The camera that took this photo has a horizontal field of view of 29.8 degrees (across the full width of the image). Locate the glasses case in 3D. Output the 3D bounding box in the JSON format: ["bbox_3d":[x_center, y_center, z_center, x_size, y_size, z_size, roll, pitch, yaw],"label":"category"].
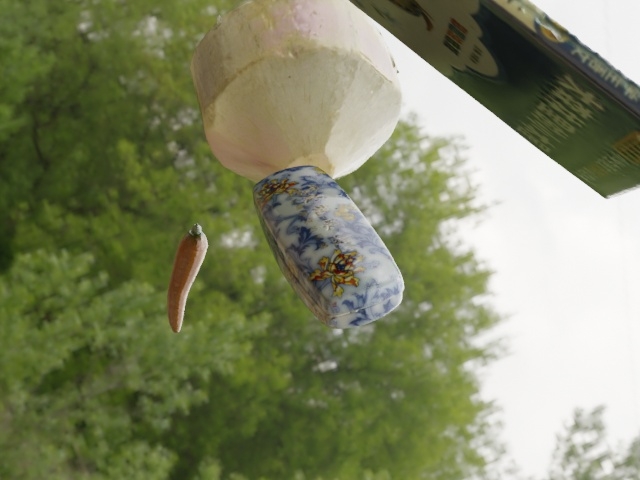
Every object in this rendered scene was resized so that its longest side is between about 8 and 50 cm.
[{"bbox_3d":[0.000,0.000,1.108,0.248,0.087,0.065,-126,-163,-55],"label":"glasses case"}]

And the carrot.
[{"bbox_3d":[-0.162,0.045,1.428,0.035,0.035,0.142,46,-57,59],"label":"carrot"}]

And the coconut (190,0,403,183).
[{"bbox_3d":[-0.028,-0.164,1.330,0.237,0.237,0.197,57,2,41],"label":"coconut"}]

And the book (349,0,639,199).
[{"bbox_3d":[0.056,-0.132,0.659,0.322,0.018,0.228,39,1,4],"label":"book"}]
